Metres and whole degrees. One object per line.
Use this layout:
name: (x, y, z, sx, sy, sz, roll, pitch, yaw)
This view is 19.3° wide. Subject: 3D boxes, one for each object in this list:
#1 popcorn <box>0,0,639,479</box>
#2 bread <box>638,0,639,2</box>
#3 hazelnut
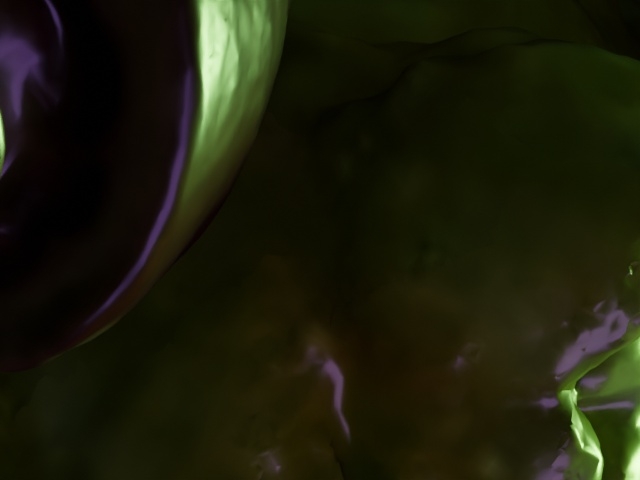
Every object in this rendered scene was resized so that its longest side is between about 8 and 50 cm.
popcorn: (-0.012, -0.002, 0.646, 0.294, 0.334, 0.292, 11, 124, -21)
bread: (0.185, -0.104, 0.948, 0.199, 0.104, 0.199, -18, 166, -4)
hazelnut: (-0.106, -0.078, 0.429, 0.217, 0.217, 0.251, -32, 179, 40)
